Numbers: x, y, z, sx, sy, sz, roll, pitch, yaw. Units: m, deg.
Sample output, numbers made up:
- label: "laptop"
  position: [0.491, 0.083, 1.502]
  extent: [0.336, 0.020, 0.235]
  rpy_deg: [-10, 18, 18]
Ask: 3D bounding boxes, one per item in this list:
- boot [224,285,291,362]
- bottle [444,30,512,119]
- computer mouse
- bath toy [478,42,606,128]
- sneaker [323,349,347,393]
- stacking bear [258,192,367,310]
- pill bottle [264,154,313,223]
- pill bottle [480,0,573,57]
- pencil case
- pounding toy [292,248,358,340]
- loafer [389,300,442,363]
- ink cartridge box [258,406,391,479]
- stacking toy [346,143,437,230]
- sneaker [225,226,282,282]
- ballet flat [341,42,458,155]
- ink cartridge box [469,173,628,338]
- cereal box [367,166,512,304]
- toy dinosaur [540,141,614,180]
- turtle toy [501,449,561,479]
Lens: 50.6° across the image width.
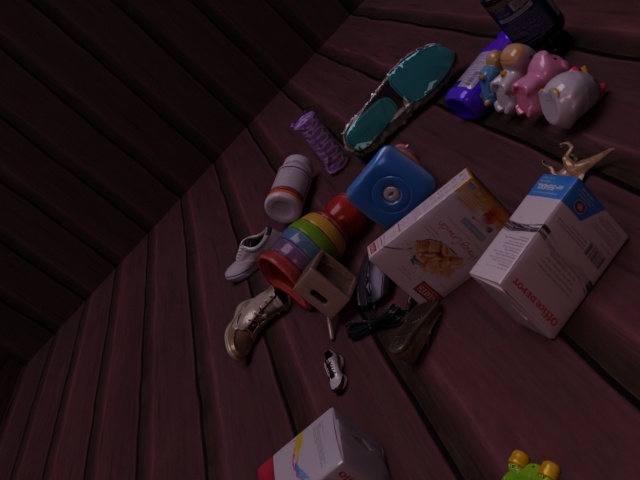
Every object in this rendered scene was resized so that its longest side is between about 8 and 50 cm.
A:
- label: "boot"
  position: [-0.157, 0.201, 1.737]
  extent: [0.165, 0.077, 0.213]
  rpy_deg: [-33, 24, 28]
- label: "bottle"
  position: [0.428, -0.425, 1.656]
  extent: [0.283, 0.092, 0.118]
  rpy_deg: [-51, 22, -5]
- label: "computer mouse"
  position: [0.137, 0.079, 1.428]
  extent: [0.184, 0.060, 0.262]
  rpy_deg: [-23, 34, 47]
- label: "bath toy"
  position: [0.462, -0.333, 1.421]
  extent: [0.129, 0.151, 0.348]
  rpy_deg: [-19, 25, -8]
- label: "sneaker"
  position: [0.025, 0.263, 1.360]
  extent: [0.040, 0.044, 0.109]
  rpy_deg: [-39, 27, 15]
- label: "stacking bear"
  position: [0.000, 0.000, 1.673]
  extent: [0.175, 0.164, 0.289]
  rpy_deg: [32, 67, 34]
- label: "pill bottle"
  position: [-0.094, -0.167, 2.137]
  extent: [0.121, 0.121, 0.221]
  rpy_deg: [-31, 29, 36]
- label: "pill bottle"
  position: [0.474, -0.507, 1.540]
  extent: [0.123, 0.219, 0.123]
  rpy_deg: [-38, 25, 21]
- label: "pencil case"
  position: [0.000, -0.298, 2.077]
  extent: [0.088, 0.206, 0.086]
  rpy_deg: [-31, 22, 24]
- label: "pounding toy"
  position: [0.015, 0.120, 1.505]
  extent: [0.100, 0.141, 0.130]
  rpy_deg: [-49, 4, 26]
- label: "loafer"
  position: [0.178, 0.167, 1.237]
  extent: [0.056, 0.050, 0.148]
  rpy_deg: [-9, 29, 52]
- label: "ink cartridge box"
  position: [0.008, 0.388, 1.086]
  extent: [0.176, 0.128, 0.127]
  rpy_deg: [-43, 24, 13]
- label: "stacking toy"
  position: [0.185, -0.168, 1.645]
  extent: [0.175, 0.166, 0.302]
  rpy_deg: [-50, 9, 27]
- label: "sneaker"
  position: [-0.214, 0.036, 2.072]
  extent: [0.258, 0.091, 0.094]
  rpy_deg: [-36, 26, 27]
- label: "ballet flat"
  position: [0.223, -0.410, 1.963]
  extent: [0.409, 0.147, 0.147]
  rpy_deg: [-41, 24, 15]
- label: "ink cartridge box"
  position: [0.347, 0.023, 1.031]
  extent: [0.203, 0.148, 0.086]
  rpy_deg: [-51, 24, -6]
- label: "cereal box"
  position: [0.229, 0.003, 1.240]
  extent: [0.240, 0.173, 0.047]
  rpy_deg: [-41, 25, 19]
- label: "toy dinosaur"
  position: [0.455, -0.129, 1.224]
  extent: [0.183, 0.053, 0.092]
  rpy_deg: [-39, 39, 39]
- label: "turtle toy"
  position: [0.267, 0.318, 0.817]
  extent: [0.095, 0.066, 0.130]
  rpy_deg: [-56, 25, -18]
